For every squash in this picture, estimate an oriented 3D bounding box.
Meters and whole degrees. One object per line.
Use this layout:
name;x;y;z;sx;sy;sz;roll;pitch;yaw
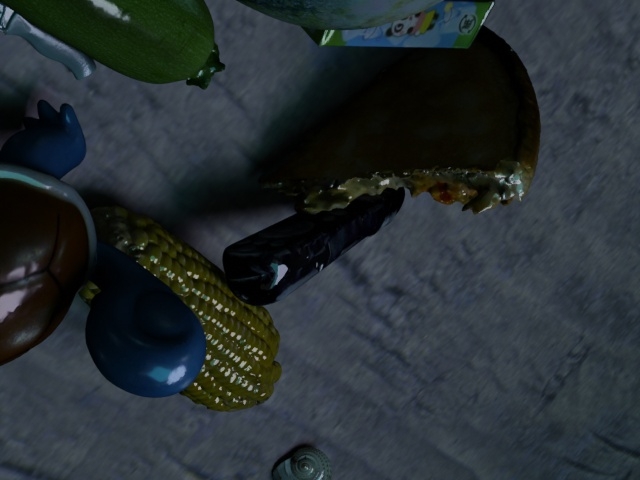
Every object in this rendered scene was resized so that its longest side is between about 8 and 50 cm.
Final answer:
squash;-0.191;-0.210;1.216;0.107;0.107;0.395;-46;146;7

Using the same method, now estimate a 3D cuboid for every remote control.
remote control;0.000;0.000;1.588;0.266;0.090;0.066;-28;121;-48

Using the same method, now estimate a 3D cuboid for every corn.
corn;-0.140;0.075;1.556;0.130;0.130;0.347;-41;141;0

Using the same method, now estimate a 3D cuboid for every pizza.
pizza;0.103;-0.085;1.512;0.288;0.251;0.074;-38;126;-4

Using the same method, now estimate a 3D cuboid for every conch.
conch;-0.020;0.303;1.977;0.076;0.056;0.085;-25;143;-2

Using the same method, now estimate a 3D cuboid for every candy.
candy;0.058;-0.229;1.439;0.195;0.097;0.062;-5;135;-39

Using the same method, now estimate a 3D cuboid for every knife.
knife;-0.252;-0.179;1.267;0.028;0.015;0.210;-43;145;12

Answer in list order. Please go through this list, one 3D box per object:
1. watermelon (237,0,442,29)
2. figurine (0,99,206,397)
watermelon;-0.007;-0.274;1.262;0.176;0.260;0.256;-40;164;-25
figurine;-0.308;0.028;1.302;0.416;0.243;0.298;8;135;-23
